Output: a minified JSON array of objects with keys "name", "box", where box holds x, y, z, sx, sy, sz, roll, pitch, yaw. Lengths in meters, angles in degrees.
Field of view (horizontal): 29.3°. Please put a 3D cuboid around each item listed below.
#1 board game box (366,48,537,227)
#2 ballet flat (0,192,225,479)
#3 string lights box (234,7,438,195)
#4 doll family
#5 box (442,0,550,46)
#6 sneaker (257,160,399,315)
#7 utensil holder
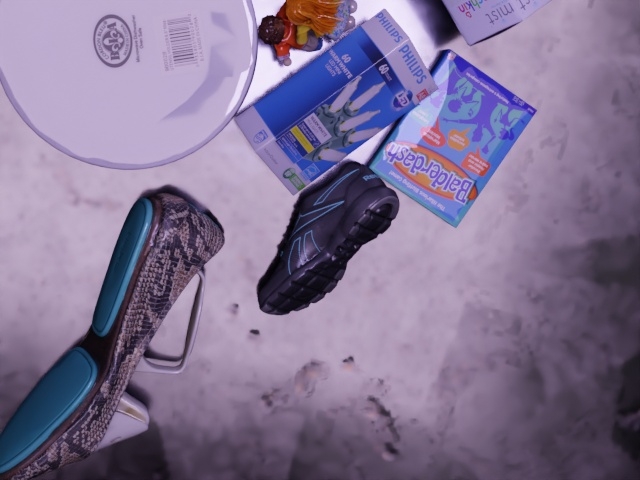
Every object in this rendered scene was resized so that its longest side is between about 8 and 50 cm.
[{"name":"board game box","box":[0.190,-0.149,1.792,0.160,0.047,0.210,33,94,-8]},{"name":"ballet flat","box":[-0.282,0.168,1.752,0.182,0.164,0.482,29,93,-28]},{"name":"string lights box","box":[0.024,-0.192,1.718,0.260,0.133,0.076,-36,55,4]},{"name":"doll family","box":[-0.007,-0.368,1.670,0.118,0.163,0.262,7,97,28]},{"name":"box","box":[0.259,-0.431,1.672,0.262,0.127,0.231,-37,100,-31]},{"name":"sneaker","box":[0.000,0.000,1.784,0.267,0.101,0.106,-45,59,14]},{"name":"utensil holder","box":[-0.240,-0.253,1.572,0.328,0.385,0.327,-1,98,-4]}]
